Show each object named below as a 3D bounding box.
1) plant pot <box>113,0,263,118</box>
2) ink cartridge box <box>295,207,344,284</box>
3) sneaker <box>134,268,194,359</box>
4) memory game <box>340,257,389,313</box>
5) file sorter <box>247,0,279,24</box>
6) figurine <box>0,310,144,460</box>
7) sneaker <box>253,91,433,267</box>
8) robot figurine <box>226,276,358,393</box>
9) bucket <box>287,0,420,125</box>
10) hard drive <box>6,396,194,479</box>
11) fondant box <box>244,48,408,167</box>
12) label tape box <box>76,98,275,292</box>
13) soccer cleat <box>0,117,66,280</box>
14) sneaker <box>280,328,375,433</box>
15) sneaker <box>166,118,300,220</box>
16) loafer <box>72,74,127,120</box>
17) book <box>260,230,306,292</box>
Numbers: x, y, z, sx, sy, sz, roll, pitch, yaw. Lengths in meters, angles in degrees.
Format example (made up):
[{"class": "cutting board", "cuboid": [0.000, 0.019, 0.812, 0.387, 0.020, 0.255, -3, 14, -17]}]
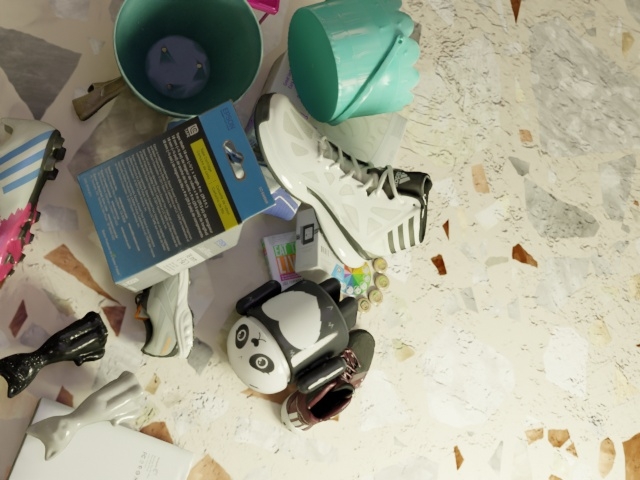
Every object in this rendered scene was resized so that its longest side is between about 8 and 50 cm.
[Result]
[{"class": "plant pot", "cuboid": [-0.277, -0.374, 1.858, 0.290, 0.195, 0.290, 1, 85, -16]}, {"class": "ink cartridge box", "cuboid": [0.000, 0.000, 1.959, 0.104, 0.060, 0.180, 35, 47, -47]}, {"class": "sneaker", "cuboid": [-0.311, 0.097, 1.790, 0.108, 0.100, 0.272, -2, 77, -22]}, {"class": "memory game", "cuboid": [0.073, 0.073, 2.037, 0.186, 0.012, 0.186, 7, 73, -24]}, {"class": "file sorter", "cuboid": [-0.244, -0.582, 1.960, 0.290, 0.182, 0.202, 14, 71, -22]}, {"class": "figurine", "cuboid": [-0.453, 0.264, 1.650, 0.209, 0.092, 0.215, -27, 79, -34]}, {"class": "sneaker", "cuboid": [0.074, -0.147, 1.834, 0.447, 0.257, 0.169, 53, 35, -32]}, {"class": "robot figurine", "cuboid": [-0.055, 0.186, 1.838, 0.278, 0.209, 0.174, -31, 113, -22]}, {"class": "bucket", "cuboid": [0.062, -0.378, 1.906, 0.183, 0.281, 0.281, -17, 84, -21]}, {"class": "hard drive", "cuboid": [-0.405, 0.437, 1.680, 0.307, 0.040, 0.203, 25, 66, -18]}, {"class": "fondant box", "cuboid": [0.010, -0.237, 2.044, 0.330, 0.096, 0.238, 28, 65, -17]}, {"class": "label tape box", "cuboid": [-0.262, -0.080, 1.735, 0.333, 0.106, 0.241, -25, 72, 5]}, {"class": "soccer cleat", "cuboid": [-0.589, -0.080, 1.703, 0.143, 0.116, 0.331, 17, 66, -5]}, {"class": "sneaker", "cuboid": [0.050, 0.285, 1.880, 0.106, 0.162, 0.281, 46, 62, -8]}, {"class": "sneaker", "cuboid": [-0.211, -0.097, 1.888, 0.315, 0.127, 0.182, 29, 69, -9]}, {"class": "loafer", "cuboid": [-0.441, -0.302, 1.856, 0.050, 0.056, 0.148, 50, 60, -13]}, {"class": "book", "cuboid": [-0.067, 0.057, 1.963, 0.096, 0.035, 0.144, -12, 83, -25]}]
